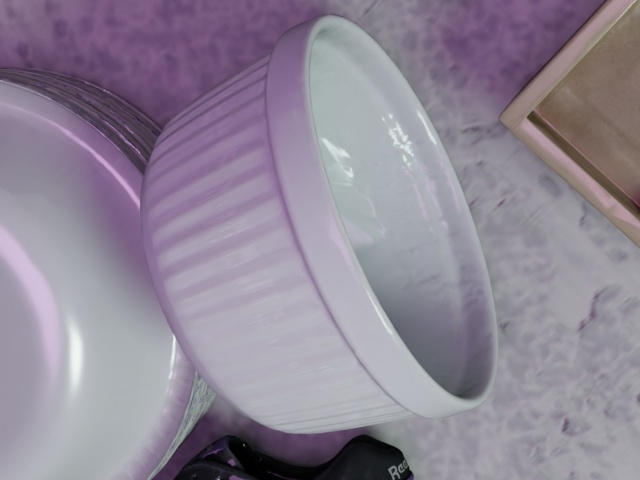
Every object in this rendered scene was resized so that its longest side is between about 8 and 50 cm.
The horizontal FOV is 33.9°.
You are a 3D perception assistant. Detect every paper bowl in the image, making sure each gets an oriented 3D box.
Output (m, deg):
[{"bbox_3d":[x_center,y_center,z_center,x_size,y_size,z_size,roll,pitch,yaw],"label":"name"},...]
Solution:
[{"bbox_3d":[-0.201,0.043,0.610,0.284,0.148,0.284,2,101,9],"label":"paper bowl"}]

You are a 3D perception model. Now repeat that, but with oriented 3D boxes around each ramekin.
[{"bbox_3d":[0.000,0.000,0.539,0.109,0.207,0.207,-21,96,23],"label":"ramekin"}]

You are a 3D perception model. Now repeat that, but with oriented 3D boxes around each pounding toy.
[{"bbox_3d":[0.195,-0.080,0.549,0.130,0.100,0.141,43,115,2],"label":"pounding toy"}]

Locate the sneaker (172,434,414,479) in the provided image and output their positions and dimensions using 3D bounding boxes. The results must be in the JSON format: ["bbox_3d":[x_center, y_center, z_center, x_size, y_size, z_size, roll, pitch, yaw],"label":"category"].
[{"bbox_3d":[-0.077,0.183,0.644,0.283,0.107,0.124,-10,91,4],"label":"sneaker"}]
